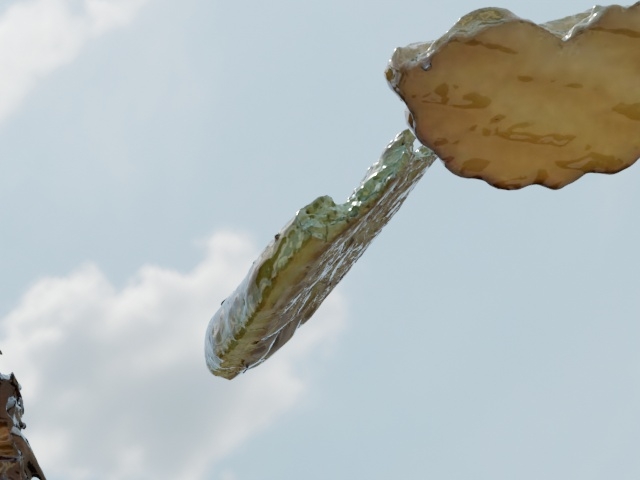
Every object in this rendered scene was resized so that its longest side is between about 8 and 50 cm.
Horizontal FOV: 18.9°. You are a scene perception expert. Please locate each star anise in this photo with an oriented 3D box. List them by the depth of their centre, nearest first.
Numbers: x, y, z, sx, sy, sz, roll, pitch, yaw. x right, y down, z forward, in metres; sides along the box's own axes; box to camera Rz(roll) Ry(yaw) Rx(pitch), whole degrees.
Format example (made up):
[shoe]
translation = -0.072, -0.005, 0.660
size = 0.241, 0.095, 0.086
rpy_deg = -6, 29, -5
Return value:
[star anise]
translation = -0.238, 0.146, 1.424
size = 0.053, 0.212, 0.157
rpy_deg = -18, 3, -9

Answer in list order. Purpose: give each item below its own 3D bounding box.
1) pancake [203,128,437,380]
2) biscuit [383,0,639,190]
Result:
[pancake]
translation = -0.003, 0.004, 1.744
size = 0.305, 0.067, 0.427
rpy_deg = -50, -6, 7
[biscuit]
translation = 0.122, -0.085, 1.001
size = 0.183, 0.061, 0.118
rpy_deg = -13, -50, -8
